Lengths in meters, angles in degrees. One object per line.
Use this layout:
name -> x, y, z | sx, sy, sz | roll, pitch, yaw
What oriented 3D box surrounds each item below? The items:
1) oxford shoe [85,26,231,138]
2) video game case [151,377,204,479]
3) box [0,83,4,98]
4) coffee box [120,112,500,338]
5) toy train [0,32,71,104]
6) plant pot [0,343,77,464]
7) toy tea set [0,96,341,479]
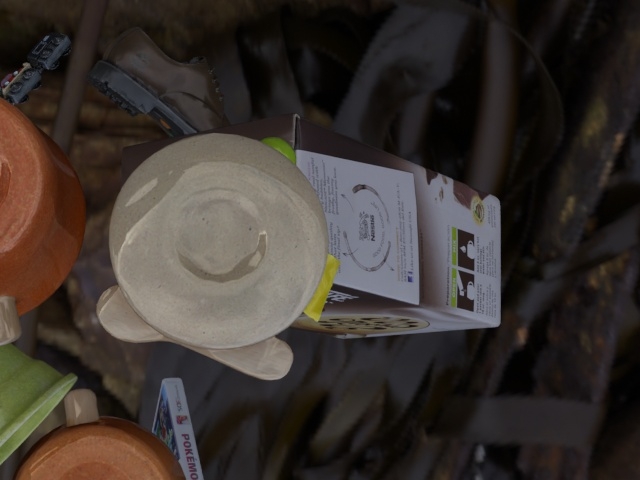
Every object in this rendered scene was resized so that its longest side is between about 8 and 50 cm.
oxford shoe -> -0.125, -0.139, 1.559 | 0.227, 0.083, 0.096 | 38, 77, -26
video game case -> -0.142, 0.266, 1.444 | 0.023, 0.183, 0.201 | 0, 132, -17
box -> -0.280, -0.099, 1.210 | 0.052, 0.083, 0.062 | -10, 153, -8
coffee box -> 0.000, 0.000, 1.186 | 0.168, 0.118, 0.297 | -7, 167, 34
toy train -> -0.324, -0.164, 1.595 | 0.036, 0.158, 0.027 | 19, 151, 31
plant pot -> -0.512, 0.195, 2.010 | 0.254, 0.276, 0.276 | 44, 110, 1
toy tea set -> -0.136, 0.091, 0.609 | 0.200, 0.124, 0.336 | 24, 78, -1
